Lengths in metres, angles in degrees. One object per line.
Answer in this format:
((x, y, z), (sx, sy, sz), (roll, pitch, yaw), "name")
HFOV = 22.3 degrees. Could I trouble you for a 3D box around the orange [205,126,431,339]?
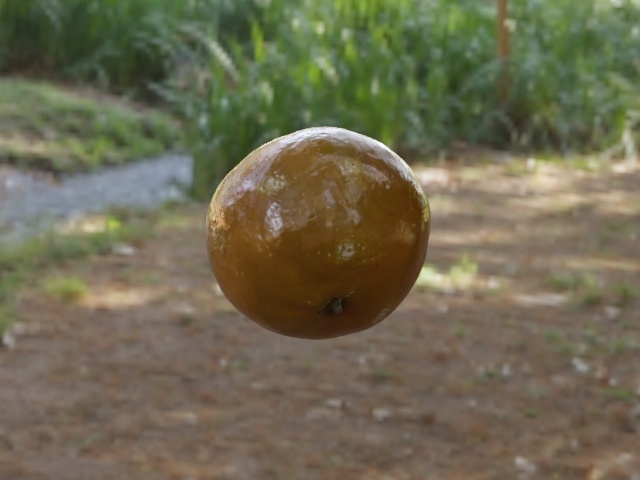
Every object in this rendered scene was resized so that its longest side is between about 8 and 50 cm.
((0.000, 0.000, 1.103), (0.156, 0.156, 0.124), (2, 43, -13), "orange")
